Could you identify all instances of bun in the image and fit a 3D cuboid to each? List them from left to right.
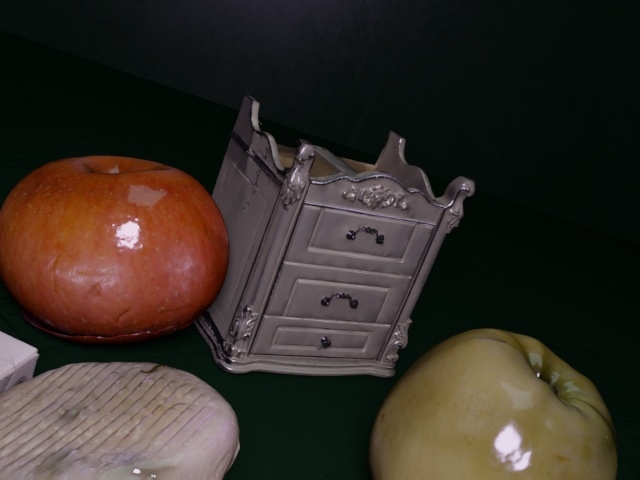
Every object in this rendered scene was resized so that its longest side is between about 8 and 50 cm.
[{"bbox_3d":[-0.191,0.194,0.635,0.237,0.116,0.210,1,21,12],"label":"bun"}]

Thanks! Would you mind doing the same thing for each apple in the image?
[{"bbox_3d":[-0.250,0.000,0.908,0.272,0.206,0.251,13,27,20],"label":"apple"},{"bbox_3d":[0.180,0.226,0.765,0.263,0.262,0.262,19,20,-7],"label":"apple"}]

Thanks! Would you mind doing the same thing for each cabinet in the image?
[{"bbox_3d":[0.000,0.000,1.038,0.290,0.317,0.227,9,23,-32],"label":"cabinet"}]

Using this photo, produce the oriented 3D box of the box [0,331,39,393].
[{"bbox_3d":[-0.396,0.140,0.640,0.164,0.069,0.256,24,20,7],"label":"box"}]
